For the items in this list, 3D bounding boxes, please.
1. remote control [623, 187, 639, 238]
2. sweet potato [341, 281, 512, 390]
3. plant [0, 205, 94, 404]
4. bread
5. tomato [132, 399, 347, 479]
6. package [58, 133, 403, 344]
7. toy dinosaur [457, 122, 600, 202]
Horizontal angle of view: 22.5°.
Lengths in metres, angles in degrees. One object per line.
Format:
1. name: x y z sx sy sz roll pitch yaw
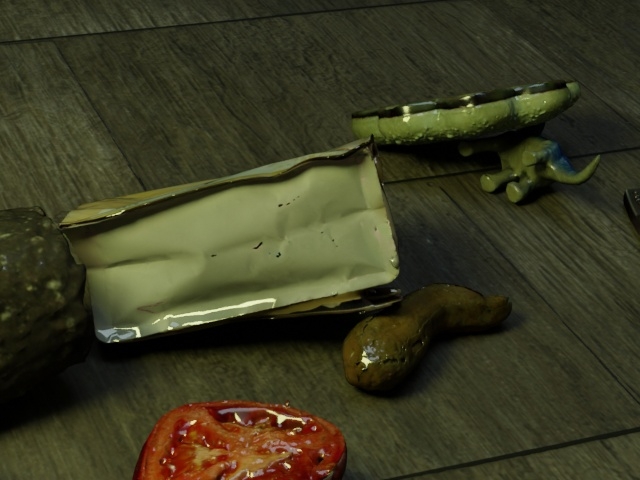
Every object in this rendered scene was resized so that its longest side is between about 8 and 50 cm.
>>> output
1. remote control: 0.391 -0.002 1.838 0.059 0.028 0.212 1 31 -1
2. sweet potato: 0.098 0.090 1.611 0.081 0.062 0.233 41 41 23
3. plant: -0.367 0.085 1.420 0.321 0.181 0.194 -20 30 -27
4. bread: 0.178 -0.153 1.934 0.287 0.056 0.207 -10 6 3
5. tomato: -0.066 0.210 1.359 0.174 0.082 0.166 3 27 5
6. package: -0.079 0.010 1.605 0.311 0.165 0.221 -13 5 3
7. toy dinosaur: 0.283 -0.111 1.942 0.188 0.075 0.248 -26 20 -35
